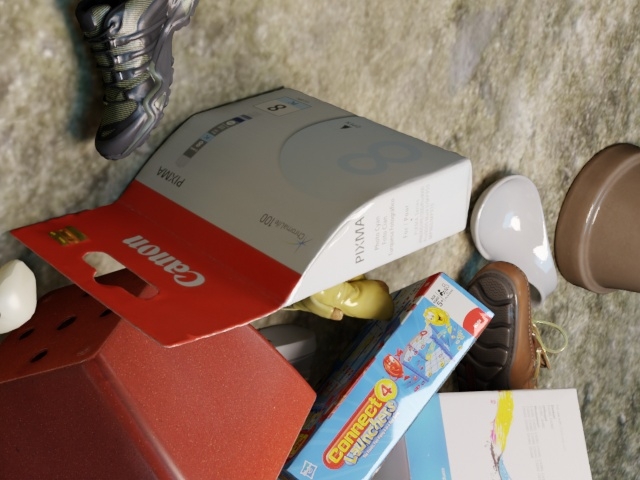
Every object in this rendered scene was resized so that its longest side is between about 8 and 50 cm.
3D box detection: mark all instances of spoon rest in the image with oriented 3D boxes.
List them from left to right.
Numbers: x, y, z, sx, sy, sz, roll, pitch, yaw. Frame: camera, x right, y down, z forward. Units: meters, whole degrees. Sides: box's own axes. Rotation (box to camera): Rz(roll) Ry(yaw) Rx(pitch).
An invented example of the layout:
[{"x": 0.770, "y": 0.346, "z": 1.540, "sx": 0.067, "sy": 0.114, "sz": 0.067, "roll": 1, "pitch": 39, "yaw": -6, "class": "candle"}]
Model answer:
[{"x": 0.306, "y": 0.011, "z": 1.799, "sx": 0.137, "sy": 0.084, "sz": 0.276, "roll": -47, "pitch": 137, "yaw": -16, "class": "spoon rest"}]

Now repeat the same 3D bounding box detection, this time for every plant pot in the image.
[{"x": -0.203, "y": 0.174, "z": 1.220, "sx": 0.235, "sy": 0.267, "sz": 0.267, "roll": 62, "pitch": 31, "yaw": -21, "class": "plant pot"}, {"x": 0.555, "y": -0.005, "z": 1.929, "sx": 0.263, "sy": 0.229, "sz": 0.263, "roll": -23, "pitch": 126, "yaw": -36, "class": "plant pot"}]

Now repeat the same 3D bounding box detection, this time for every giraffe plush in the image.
[{"x": 0.000, "y": 0.000, "z": 1.439, "sx": 0.210, "sy": 0.181, "sz": 0.170, "roll": 5, "pitch": 96, "yaw": -63, "class": "giraffe plush"}]

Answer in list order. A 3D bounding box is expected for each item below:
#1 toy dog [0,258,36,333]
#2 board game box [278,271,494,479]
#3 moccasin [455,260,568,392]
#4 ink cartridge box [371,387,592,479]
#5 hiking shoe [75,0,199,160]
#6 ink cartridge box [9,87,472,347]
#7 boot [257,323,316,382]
[{"x": -0.403, "y": 0.024, "z": 0.865, "sx": 0.395, "sy": 0.408, "sz": 0.284, "roll": -14, "pitch": 119, "yaw": -40, "class": "toy dog"}, {"x": 0.060, "y": 0.196, "z": 1.510, "sx": 0.086, "sy": 0.308, "sz": 0.302, "roll": 40, "pitch": 77, "yaw": -2, "class": "board game box"}, {"x": 0.294, "y": 0.180, "z": 1.833, "sx": 0.147, "sy": 0.139, "sz": 0.380, "roll": -35, "pitch": 132, "yaw": -28, "class": "moccasin"}, {"x": 0.219, "y": 0.328, "z": 1.666, "sx": 0.270, "sy": 0.198, "sz": 0.197, "roll": -1, "pitch": 70, "yaw": -15, "class": "ink cartridge box"}, {"x": -0.208, "y": -0.198, "z": 1.202, "sx": 0.114, "sy": 0.086, "sz": 0.227, "roll": 16, "pitch": 93, "yaw": -34, "class": "hiking shoe"}, {"x": -0.085, "y": -0.044, "z": 1.219, "sx": 0.385, "sy": 0.308, "sz": 0.091, "roll": -20, "pitch": 123, "yaw": -35, "class": "ink cartridge box"}, {"x": -0.105, "y": 0.189, "z": 1.474, "sx": 0.258, "sy": 0.095, "sz": 0.123, "roll": -8, "pitch": 109, "yaw": -43, "class": "boot"}]
